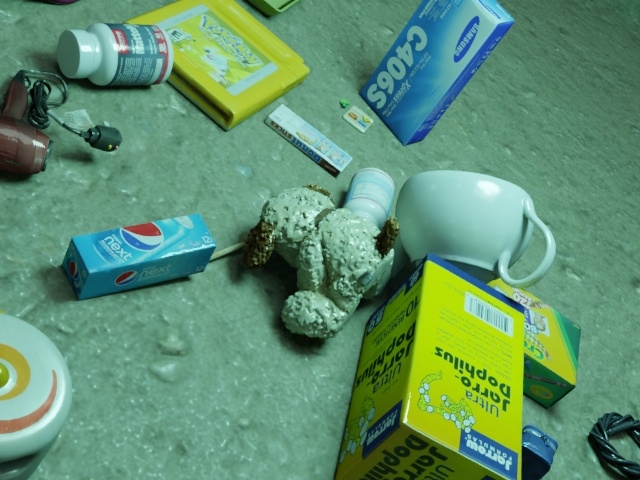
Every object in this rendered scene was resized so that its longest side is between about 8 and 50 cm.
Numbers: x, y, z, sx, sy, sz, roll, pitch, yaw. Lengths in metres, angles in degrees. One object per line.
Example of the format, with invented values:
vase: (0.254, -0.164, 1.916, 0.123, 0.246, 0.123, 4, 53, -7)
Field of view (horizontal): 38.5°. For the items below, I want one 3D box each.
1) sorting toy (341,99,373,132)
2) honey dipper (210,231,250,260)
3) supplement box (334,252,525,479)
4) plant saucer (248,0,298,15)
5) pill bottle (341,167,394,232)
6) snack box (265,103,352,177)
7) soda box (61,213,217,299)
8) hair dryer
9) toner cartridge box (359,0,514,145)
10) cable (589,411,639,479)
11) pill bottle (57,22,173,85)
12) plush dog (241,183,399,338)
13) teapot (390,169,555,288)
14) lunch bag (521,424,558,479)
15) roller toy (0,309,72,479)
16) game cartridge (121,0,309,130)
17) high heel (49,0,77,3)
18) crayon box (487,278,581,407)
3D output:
sorting toy: (0.071, -0.268, 1.947, 0.083, 0.012, 0.062, 38, 39, 0)
honey dipper: (-0.154, 0.017, 1.483, 0.160, 0.030, 0.030, -23, 67, -43)
supplement box: (0.174, 0.228, 1.386, 0.195, 0.194, 0.356, 29, 39, -11)
plant saucer: (-0.133, -0.586, 2.082, 0.188, 0.045, 0.188, 38, 39, 1)
pill bottle: (0.084, -0.058, 1.689, 0.087, 0.087, 0.160, 30, 40, -9)
snack box: (-0.022, -0.196, 1.798, 0.178, 0.022, 0.064, 38, 38, 1)
soda box: (-0.263, 0.022, 1.344, 0.210, 0.071, 0.067, -13, 60, -37)
hair dryer: (-0.479, -0.180, 1.417, 0.223, 0.080, 0.293, 39, 30, 27)
toner cartridge box: (0.234, -0.377, 1.913, 0.075, 0.348, 0.165, -22, 66, -46)
cable: (0.567, 0.373, 1.659, 0.184, 0.047, 0.150, 26, 40, -13)
pill bottle: (-0.359, -0.325, 1.602, 0.180, 0.108, 0.108, -11, 58, -43)
plush dog: (0.000, 0.000, 1.489, 0.225, 0.211, 0.262, 33, 38, 14)
teapot: (0.241, 0.001, 1.551, 0.252, 0.256, 0.187, 11, 77, -2)
lunch bag: (0.334, 0.344, 1.470, 0.067, 0.098, 0.065, 35, 36, 6)
roller toy: (-0.387, 0.183, 1.043, 0.191, 0.146, 0.209, 36, 38, -3)
game cartridge: (-0.197, -0.375, 1.820, 0.285, 0.053, 0.324, 40, 40, 4)
high heel: (-0.494, -0.518, 1.631, 0.127, 0.181, 0.377, 43, 39, 7)
crayon box: (0.336, 0.159, 1.669, 0.278, 0.081, 0.165, 33, 39, -5)
